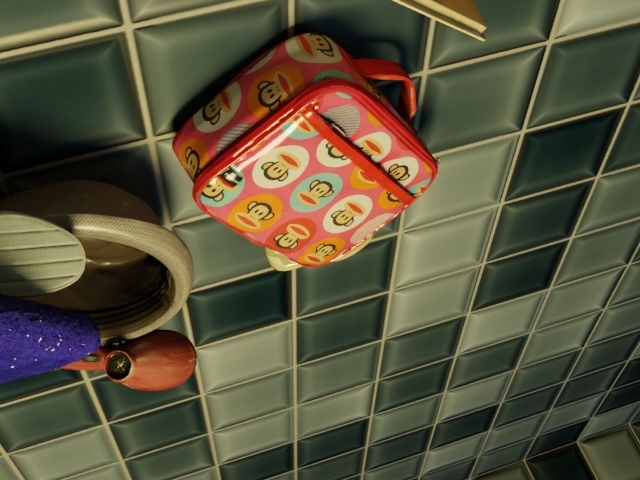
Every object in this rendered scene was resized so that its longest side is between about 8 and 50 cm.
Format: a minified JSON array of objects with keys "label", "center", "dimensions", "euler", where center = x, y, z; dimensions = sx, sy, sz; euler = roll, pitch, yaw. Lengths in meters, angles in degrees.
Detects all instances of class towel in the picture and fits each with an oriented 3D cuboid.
[{"label":"towel","center":[-0.380,0.096,0.846],"dimensions":[0.227,0.076,0.308],"euler":[-10,165,25]}]

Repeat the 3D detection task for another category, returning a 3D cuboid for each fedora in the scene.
[{"label":"fedora","center":[-0.282,0.015,1.048],"dimensions":[0.275,0.124,0.244],"euler":[2,139,-23]}]

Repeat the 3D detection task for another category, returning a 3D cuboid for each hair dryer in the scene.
[{"label":"hair dryer","center":[-0.274,0.165,1.207],"dimensions":[0.223,0.080,0.293],"euler":[-7,175,-28]}]

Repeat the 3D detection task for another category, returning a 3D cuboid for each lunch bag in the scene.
[{"label":"lunch bag","center":[0.004,-0.105,1.071],"dimensions":[0.258,0.120,0.293],"euler":[-37,147,15]}]

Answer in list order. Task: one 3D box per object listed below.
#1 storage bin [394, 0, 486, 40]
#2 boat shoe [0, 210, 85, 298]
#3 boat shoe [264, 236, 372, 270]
[{"label":"storage bin","center":[0.153,-0.326,0.796],"dimensions":[0.262,0.123,0.260],"euler":[-43,151,28]},{"label":"boat shoe","center":[-0.339,0.009,0.870],"dimensions":[0.226,0.083,0.076],"euler":[6,180,-39]},{"label":"boat shoe","center":[-0.001,-0.001,1.271],"dimensions":[0.153,0.056,0.048],"euler":[-14,152,-1]}]
